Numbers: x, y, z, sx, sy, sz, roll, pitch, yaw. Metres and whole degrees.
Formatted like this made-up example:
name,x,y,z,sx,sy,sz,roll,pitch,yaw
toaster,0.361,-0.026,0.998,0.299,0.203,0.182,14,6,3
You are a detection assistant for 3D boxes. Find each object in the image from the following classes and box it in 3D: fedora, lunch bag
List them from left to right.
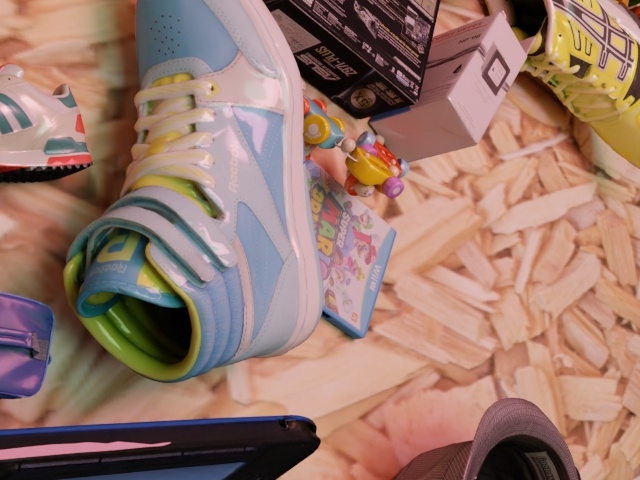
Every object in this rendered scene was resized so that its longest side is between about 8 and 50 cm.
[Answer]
name,x,y,z,sx,sy,sz,roll,pitch,yaw
lunch bag,-0.218,0.066,0.613,0.098,0.065,0.067,18,71,-41
fedora,0.138,0.267,0.889,0.275,0.124,0.244,8,79,-52

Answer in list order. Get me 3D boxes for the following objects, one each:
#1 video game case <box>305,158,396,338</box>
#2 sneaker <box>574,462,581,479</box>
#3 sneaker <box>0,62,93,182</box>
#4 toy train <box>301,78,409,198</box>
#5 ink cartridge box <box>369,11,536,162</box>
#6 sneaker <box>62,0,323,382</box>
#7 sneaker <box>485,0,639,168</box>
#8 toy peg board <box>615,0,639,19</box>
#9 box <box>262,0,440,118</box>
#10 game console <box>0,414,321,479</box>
name,x,y,z,sx,sy,sz,roll,pitch,yaw
video game case,0.000,0.000,0.876,0.166,0.015,0.119,38,58,-34
sneaker,0.265,0.348,1.021,0.084,0.097,0.235,36,59,-36
sneaker,-0.227,-0.080,0.640,0.161,0.057,0.075,-3,82,-49
toy train,0.018,-0.085,0.881,0.166,0.046,0.125,35,18,-28
ink cartridge box,0.137,-0.165,0.978,0.060,0.104,0.180,51,51,-25
sneaker,-0.102,-0.051,0.680,0.208,0.127,0.319,-21,97,-59
sneaker,0.290,-0.221,1.133,0.385,0.145,0.147,50,61,-15
toy peg board,0.399,-0.319,1.281,0.161,0.079,0.161,33,61,-36
box,0.021,-0.223,0.890,0.180,0.077,0.147,31,63,-38
game console,-0.149,0.239,0.587,0.293,0.250,0.173,6,52,-44
